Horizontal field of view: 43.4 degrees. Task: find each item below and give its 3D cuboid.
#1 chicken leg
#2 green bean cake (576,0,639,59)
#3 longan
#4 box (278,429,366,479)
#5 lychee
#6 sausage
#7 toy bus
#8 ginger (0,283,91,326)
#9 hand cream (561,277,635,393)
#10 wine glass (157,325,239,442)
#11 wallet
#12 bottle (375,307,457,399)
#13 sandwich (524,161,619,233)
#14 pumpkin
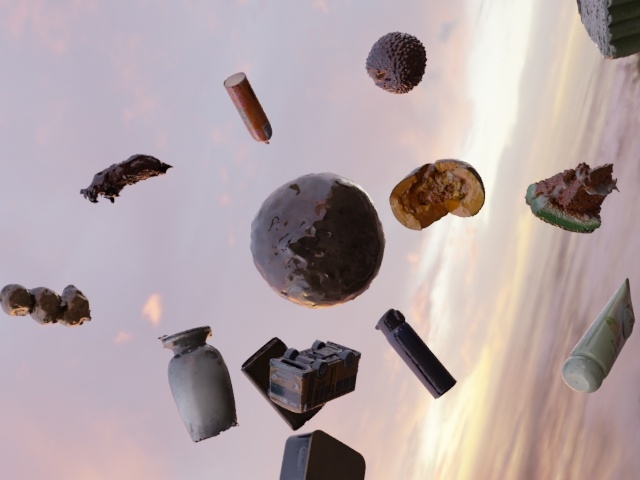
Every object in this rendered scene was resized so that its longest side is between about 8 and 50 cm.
[{"bbox_3d":[-0.482,-0.157,1.994,0.234,0.063,0.105,-29,-21,-9],"label":"chicken leg"},{"bbox_3d":[0.581,-0.492,1.585,0.227,0.125,0.222,-99,-9,-55],"label":"green bean cake"},{"bbox_3d":[0.000,0.000,2.281,0.391,0.391,0.391,15,-90,-76],"label":"longan"},{"bbox_3d":[0.003,0.515,1.769,0.201,0.090,0.144,39,-134,-38],"label":"box"},{"bbox_3d":[0.233,-0.532,2.385,0.188,0.188,0.188,15,-90,-76],"label":"lychee"},{"bbox_3d":[-0.194,-0.361,2.268,0.234,0.071,0.071,62,-140,-39],"label":"sausage"},{"bbox_3d":[-0.013,0.253,1.495,0.182,0.091,0.103,-8,-71,-53],"label":"toy bus"},{"bbox_3d":[-0.608,0.141,1.772,0.204,0.104,0.080,9,-40,-42],"label":"ginger"},{"bbox_3d":[0.665,0.231,1.881,0.306,0.093,0.147,-44,-54,-34],"label":"hand cream"},{"bbox_3d":[-0.221,0.263,1.483,0.111,0.111,0.204,30,-141,-75],"label":"wine glass"},{"bbox_3d":[-0.075,0.310,1.733,0.110,0.198,0.031,-40,22,-11],"label":"wallet"},{"bbox_3d":[0.236,0.277,1.993,0.082,0.244,0.072,-47,-12,32],"label":"bottle"},{"bbox_3d":[0.596,-0.108,1.900,0.160,0.185,0.109,106,170,-51],"label":"sandwich"},{"bbox_3d":[0.234,-0.097,1.552,0.107,0.183,0.119,-47,-59,-58],"label":"pumpkin"}]
